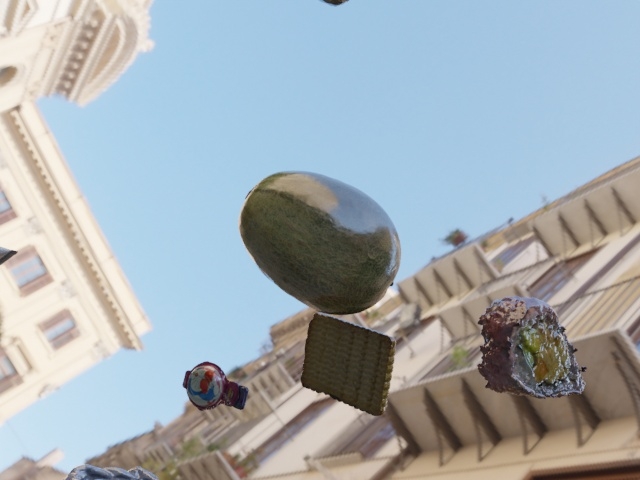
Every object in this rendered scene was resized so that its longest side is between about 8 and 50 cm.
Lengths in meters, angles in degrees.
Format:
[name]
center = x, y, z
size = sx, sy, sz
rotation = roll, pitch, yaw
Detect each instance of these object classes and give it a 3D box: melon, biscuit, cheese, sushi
[melon]
center = 0.000, 0.000, 1.563
size = 0.329, 0.248, 0.248
rotation = 33, -35, -7
[biscuit]
center = 0.056, 0.259, 1.740
size = 0.255, 0.029, 0.172
rotation = 13, -85, 47
[cheese]
center = -0.205, 0.287, 1.581
size = 0.145, 0.038, 0.095
rotation = 13, -93, 24
[sushi]
center = 0.350, 0.175, 1.352
size = 0.108, 0.241, 0.161
rotation = -3, -100, 49

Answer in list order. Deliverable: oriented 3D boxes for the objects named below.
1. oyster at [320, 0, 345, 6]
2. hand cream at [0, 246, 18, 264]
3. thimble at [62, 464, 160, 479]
[oyster]
center = 0.035, -0.331, 0.935
size = 0.252, 0.199, 0.087
rotation = -115, -171, -59
[hand cream]
center = -0.568, 0.004, 1.188
size = 0.058, 0.091, 0.271
rotation = 61, 12, 28
[thimble]
center = -0.176, 0.279, 0.741
size = 0.151, 0.117, 0.127
rotation = 18, -2, -7
